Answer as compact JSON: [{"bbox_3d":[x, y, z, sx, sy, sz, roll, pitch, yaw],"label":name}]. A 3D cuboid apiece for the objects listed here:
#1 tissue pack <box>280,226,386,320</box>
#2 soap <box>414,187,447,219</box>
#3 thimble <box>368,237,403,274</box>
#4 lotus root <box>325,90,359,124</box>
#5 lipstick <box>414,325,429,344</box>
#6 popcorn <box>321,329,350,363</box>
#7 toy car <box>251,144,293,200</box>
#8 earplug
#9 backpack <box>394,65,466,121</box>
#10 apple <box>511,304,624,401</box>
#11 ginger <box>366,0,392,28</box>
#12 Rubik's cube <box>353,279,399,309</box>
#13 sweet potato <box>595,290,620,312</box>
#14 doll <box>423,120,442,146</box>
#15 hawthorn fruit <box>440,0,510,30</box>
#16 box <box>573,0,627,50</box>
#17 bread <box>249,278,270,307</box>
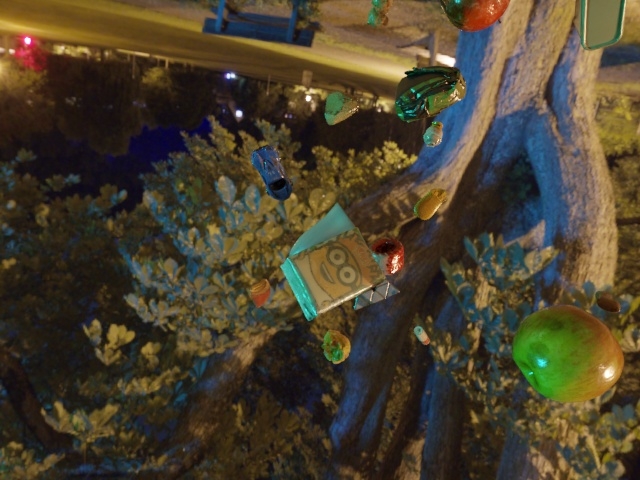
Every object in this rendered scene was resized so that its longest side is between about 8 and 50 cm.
[{"bbox_3d":[0.048,0.116,1.677,0.310,0.228,0.128,-23,168,-24],"label":"tissue pack"},{"bbox_3d":[0.490,-0.169,2.096,0.089,0.168,0.033,38,-172,-6],"label":"soap"},{"bbox_3d":[0.319,0.080,2.287,0.163,0.125,0.189,13,-146,31],"label":"thimble"},{"bbox_3d":[0.088,-0.569,1.966,0.144,0.143,0.070,-12,146,18],"label":"lotus root"},{"bbox_3d":[0.422,0.396,1.954,0.038,0.038,0.131,20,161,34],"label":"lipstick"},{"bbox_3d":[0.054,0.365,1.626,0.096,0.109,0.089,-14,154,2],"label":"popcorn"},{"bbox_3d":[-0.169,-0.233,1.673,0.103,0.216,0.063,-23,-153,5],"label":"toy car"},{"bbox_3d":[0.000,0.000,1.929,0.301,0.172,0.172,-36,-160,3],"label":"earplug"},{"bbox_3d":[0.394,-0.544,1.703,0.253,0.140,0.207,-10,-133,25],"label":"backpack"},{"bbox_3d":[0.860,0.404,1.663,0.339,0.340,0.339,8,-163,-2],"label":"apple"},{"bbox_3d":[0.274,-1.035,2.052,0.104,0.204,0.080,24,-152,13],"label":"ginger"},{"bbox_3d":[0.251,0.182,2.000,0.178,0.191,0.211,10,-135,6],"label":"Rubik's cube"},{"bbox_3d":[1.103,0.235,1.824,0.065,0.051,0.218,-1,-168,13],"label":"sweet potato"},{"bbox_3d":[0.466,-0.429,1.959,0.073,0.127,0.084,25,158,0],"label":"doll"},{"bbox_3d":[0.544,-0.817,1.590,0.271,0.242,0.242,29,-177,-34],"label":"hawthorn fruit"},{"bbox_3d":[0.926,-0.808,1.582,0.138,0.274,0.178,-10,-134,17],"label":"box"},{"bbox_3d":[-0.277,0.242,2.195,0.067,0.119,0.192,38,163,14],"label":"bread"}]
